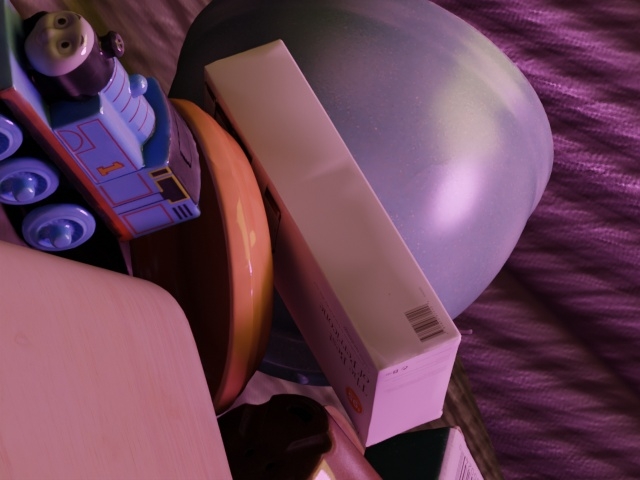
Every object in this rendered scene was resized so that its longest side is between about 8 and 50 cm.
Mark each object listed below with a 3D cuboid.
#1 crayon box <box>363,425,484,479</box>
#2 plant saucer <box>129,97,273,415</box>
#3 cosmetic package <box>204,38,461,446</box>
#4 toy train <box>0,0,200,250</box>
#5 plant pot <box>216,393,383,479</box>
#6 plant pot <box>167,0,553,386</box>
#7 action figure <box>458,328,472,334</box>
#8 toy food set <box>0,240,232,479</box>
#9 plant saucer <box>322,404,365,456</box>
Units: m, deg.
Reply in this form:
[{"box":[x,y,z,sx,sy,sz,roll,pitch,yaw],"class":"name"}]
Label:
[{"box":[0.074,0.322,1.416,0.318,0.081,0.202,-71,143,-48],"class":"crayon box"},{"box":[-0.074,0.010,1.178,0.200,0.037,0.200,174,-90,-69],"class":"plant saucer"},{"box":[0.000,0.000,1.167,0.239,0.060,0.099,60,-17,28],"class":"cosmetic package"},{"box":[-0.138,-0.063,1.043,0.184,0.105,0.080,58,15,-56],"class":"toy train"},{"box":[-0.011,0.193,1.160,0.165,0.167,0.167,58,14,-27],"class":"plant pot"},{"box":[0.002,-0.019,1.374,0.293,0.293,0.196,63,39,-44],"class":"plant pot"},{"box":[0.017,0.017,1.720,0.276,0.141,0.164,46,20,-33],"class":"action figure"},{"box":[-0.121,0.140,0.857,0.219,0.092,0.306,22,48,-63],"class":"toy food set"},{"box":[0.032,0.274,1.584,0.278,0.041,0.278,-19,90,-82],"class":"plant saucer"}]
